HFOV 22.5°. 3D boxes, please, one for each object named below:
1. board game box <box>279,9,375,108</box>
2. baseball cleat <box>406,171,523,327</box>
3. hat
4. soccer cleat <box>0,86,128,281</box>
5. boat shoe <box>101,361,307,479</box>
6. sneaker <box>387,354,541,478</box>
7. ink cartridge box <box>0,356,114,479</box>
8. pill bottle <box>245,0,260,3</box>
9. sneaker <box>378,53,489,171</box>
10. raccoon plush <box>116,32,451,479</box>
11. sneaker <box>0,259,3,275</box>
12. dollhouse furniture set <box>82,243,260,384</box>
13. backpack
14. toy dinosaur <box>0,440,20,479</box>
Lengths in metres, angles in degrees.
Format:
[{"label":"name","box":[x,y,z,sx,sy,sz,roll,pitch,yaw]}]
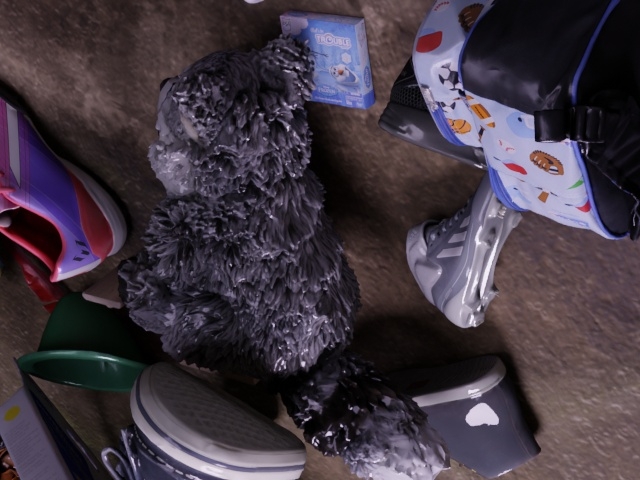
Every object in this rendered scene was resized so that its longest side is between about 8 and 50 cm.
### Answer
[{"label":"board game box","box":[0.007,-0.178,1.575,0.090,0.020,0.090,12,124,34]},{"label":"baseball cleat","box":[0.134,-0.009,1.550,0.109,0.072,0.206,34,130,28]},{"label":"hat","box":[-0.282,0.076,1.978,0.208,0.184,0.173,14,158,-25]},{"label":"soccer cleat","box":[-0.371,-0.081,1.878,0.318,0.116,0.108,42,136,8]},{"label":"boat shoe","box":[-0.125,0.232,1.673,0.187,0.156,0.500,32,174,3]},{"label":"sneaker","box":[0.120,0.200,1.693,0.222,0.083,0.118,-15,108,43]},{"label":"ink cartridge box","box":[-0.284,0.330,1.952,0.304,0.072,0.307,59,172,-34]},{"label":"pill bottle","box":[-0.096,-0.336,1.477,0.221,0.124,0.124,47,137,3]},{"label":"sneaker","box":[0.178,-0.117,1.425,0.227,0.087,0.130,22,96,0]},{"label":"raccoon plush","box":[0.000,0.000,1.572,0.446,0.216,0.299,32,133,9]},{"label":"sneaker","box":[-0.526,0.015,2.040,0.319,0.127,0.208,-13,95,44]},{"label":"dollhouse furniture set","box":[-0.164,0.107,1.831,0.144,0.123,0.151,13,125,33]},{"label":"backpack","box":[0.207,-0.135,1.270,0.213,0.276,0.263,22,156,36]},{"label":"toy dinosaur","box":[-0.501,0.329,2.251,0.322,0.164,0.218,-6,133,18]}]
